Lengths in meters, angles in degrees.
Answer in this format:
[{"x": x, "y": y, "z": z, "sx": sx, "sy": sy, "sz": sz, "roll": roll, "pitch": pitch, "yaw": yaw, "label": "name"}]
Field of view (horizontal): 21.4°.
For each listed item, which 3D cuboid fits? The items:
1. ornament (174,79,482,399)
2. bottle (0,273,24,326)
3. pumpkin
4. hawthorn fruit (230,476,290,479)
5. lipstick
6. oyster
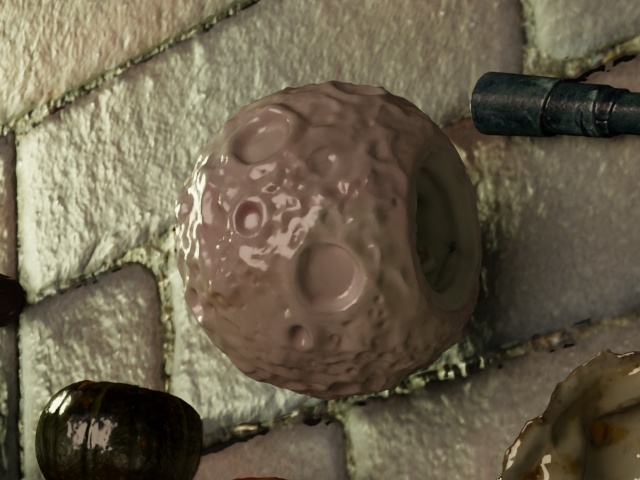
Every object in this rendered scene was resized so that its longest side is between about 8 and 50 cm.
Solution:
[{"x": 0.000, "y": 0.000, "z": 1.363, "sx": 0.225, "sy": 0.259, "sz": 0.259, "roll": -6, "pitch": 72, "yaw": 28, "label": "ornament"}, {"x": -0.391, "y": 0.046, "z": 1.856, "sx": 0.164, "sy": 0.060, "sz": 0.060, "roll": 19, "pitch": 90, "yaw": 45, "label": "bottle"}, {"x": -0.213, "y": 0.191, "z": 1.614, "sx": 0.183, "sy": 0.107, "sz": 0.119, "roll": -9, "pitch": 76, "yaw": 43, "label": "pumpkin"}, {"x": -0.058, "y": 0.315, "z": 1.398, "sx": 0.196, "sy": 0.196, "sz": 0.225, "roll": -25, "pitch": 89, "yaw": 35, "label": "hawthorn fruit"}, {"x": 0.226, "y": -0.104, "z": 1.333, "sx": 0.234, "sy": 0.053, "sz": 0.053, "roll": 7, "pitch": 81, "yaw": 42, "label": "lipstick"}, {"x": 0.233, "y": 0.166, "z": 1.202, "sx": 0.341, "sy": 0.110, "sz": 0.166, "roll": -49, "pitch": 55, "yaw": 17, "label": "oyster"}]
